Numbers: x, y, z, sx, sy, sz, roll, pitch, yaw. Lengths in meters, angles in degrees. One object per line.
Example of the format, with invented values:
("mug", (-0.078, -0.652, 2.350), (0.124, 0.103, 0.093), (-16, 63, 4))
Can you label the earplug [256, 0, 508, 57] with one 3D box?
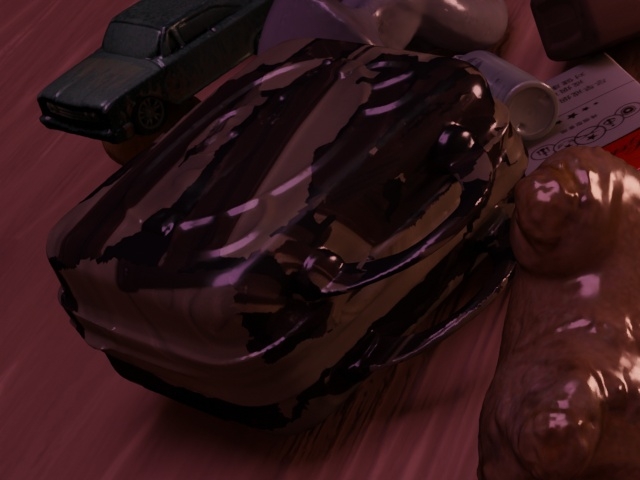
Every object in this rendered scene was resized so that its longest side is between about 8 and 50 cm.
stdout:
("earplug", (0.062, -0.228, 1.615), (0.325, 0.214, 0.175), (-48, -3, -36))

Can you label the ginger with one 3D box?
("ginger", (0.165, 0.063, 0.961), (0.130, 0.221, 0.275), (-3, 26, 24))

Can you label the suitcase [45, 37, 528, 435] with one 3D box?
("suitcase", (0.000, 0.000, 1.242), (0.339, 0.194, 0.351), (14, 48, 45))

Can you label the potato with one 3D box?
("potato", (-0.184, -0.124, 1.764), (0.107, 0.080, 0.170), (-48, 32, -13))

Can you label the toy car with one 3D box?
("toy car", (-0.160, -0.214, 1.712), (0.141, 0.097, 0.321), (15, 44, 42))

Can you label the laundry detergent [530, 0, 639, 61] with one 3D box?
("laundry detergent", (0.320, -0.241, 1.500), (0.237, 0.076, 0.171), (-21, 4, -14))

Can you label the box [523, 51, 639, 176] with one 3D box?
("box", (0.229, -0.086, 1.355), (0.139, 0.035, 0.245), (-26, 26, 1))

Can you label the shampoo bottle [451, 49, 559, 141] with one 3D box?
("shampoo bottle", (0.153, -0.140, 1.427), (0.056, 0.056, 0.195), (-30, 24, -6))
